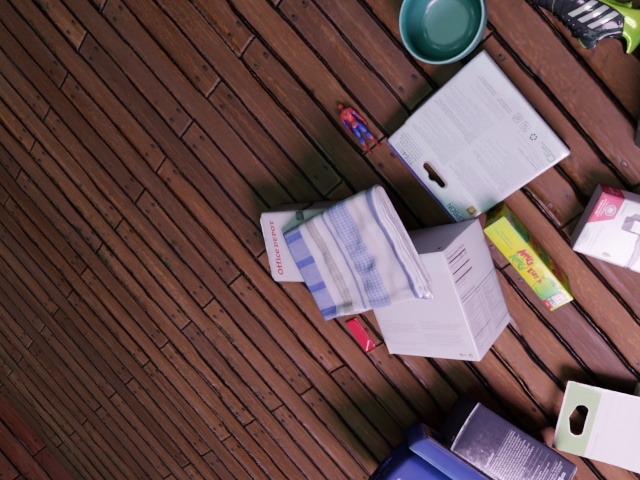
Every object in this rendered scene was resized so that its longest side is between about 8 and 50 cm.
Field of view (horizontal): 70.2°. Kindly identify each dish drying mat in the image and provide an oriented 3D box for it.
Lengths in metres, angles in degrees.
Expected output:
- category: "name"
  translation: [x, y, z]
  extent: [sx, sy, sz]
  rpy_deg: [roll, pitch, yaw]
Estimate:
- category: "dish drying mat"
  translation: [0.093, 0.219, 1.054]
  extent: [0.032, 0.008, 0.083]
  rpy_deg: [-32, 94, 31]

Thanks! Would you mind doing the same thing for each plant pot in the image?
- category: "plant pot"
  translation: [0.230, 0.524, 0.937]
  extent: [0.236, 0.236, 0.212]
  rpy_deg: [32, 84, 15]

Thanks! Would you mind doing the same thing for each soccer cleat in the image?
- category: "soccer cleat"
  translation: [0.392, -0.330, 0.678]
  extent: [0.179, 0.060, 0.072]
  rpy_deg: [23, 119, 12]

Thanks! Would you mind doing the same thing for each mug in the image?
- category: "mug"
  translation: [0.198, -0.366, 0.729]
  extent: [0.130, 0.097, 0.157]
  rpy_deg: [0, 109, 25]

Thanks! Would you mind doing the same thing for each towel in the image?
- category: "towel"
  translation: [0.053, 0.037, 0.825]
  extent: [0.285, 0.034, 0.209]
  rpy_deg: [-23, 94, 49]

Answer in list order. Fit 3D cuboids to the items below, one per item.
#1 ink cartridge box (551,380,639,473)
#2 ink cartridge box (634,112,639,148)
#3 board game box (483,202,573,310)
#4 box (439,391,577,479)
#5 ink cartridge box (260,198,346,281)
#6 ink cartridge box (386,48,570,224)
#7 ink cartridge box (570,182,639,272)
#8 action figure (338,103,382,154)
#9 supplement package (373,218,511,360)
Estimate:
- category: "ink cartridge box"
  translation: [0.580, 0.349, 0.856]
  extent: [0.235, 0.056, 0.171]
  rpy_deg: [11, 113, 24]
- category: "ink cartridge box"
  translation: [0.552, -0.183, 0.620]
  extent: [0.176, 0.128, 0.127]
  rpy_deg: [4, 111, 24]
- category: "board game box"
  translation: [0.367, 0.026, 0.806]
  extent: [0.043, 0.092, 0.181]
  rpy_deg: [-40, 90, 30]
- category: "box"
  translation: [0.360, 0.413, 0.907]
  extent: [0.207, 0.153, 0.108]
  rpy_deg: [32, 84, 10]
- category: "ink cartridge box"
  translation: [0.000, 0.000, 0.962]
  extent: [0.220, 0.092, 0.160]
  rpy_deg: [-1, 109, 25]
- category: "ink cartridge box"
  translation: [0.268, -0.170, 0.801]
  extent: [0.224, 0.045, 0.223]
  rpy_deg: [-40, 90, 34]
- category: "ink cartridge box"
  translation: [0.510, -0.014, 0.742]
  extent: [0.151, 0.063, 0.109]
  rpy_deg: [21, 117, 16]
- category: "action figure"
  translation: [0.071, -0.220, 0.883]
  extent: [0.038, 0.030, 0.115]
  rpy_deg: [-40, 85, 25]
- category: "supplement package"
  translation: [0.208, 0.091, 0.844]
  extent: [0.194, 0.149, 0.203]
  rpy_deg: [-10, 106, 46]
